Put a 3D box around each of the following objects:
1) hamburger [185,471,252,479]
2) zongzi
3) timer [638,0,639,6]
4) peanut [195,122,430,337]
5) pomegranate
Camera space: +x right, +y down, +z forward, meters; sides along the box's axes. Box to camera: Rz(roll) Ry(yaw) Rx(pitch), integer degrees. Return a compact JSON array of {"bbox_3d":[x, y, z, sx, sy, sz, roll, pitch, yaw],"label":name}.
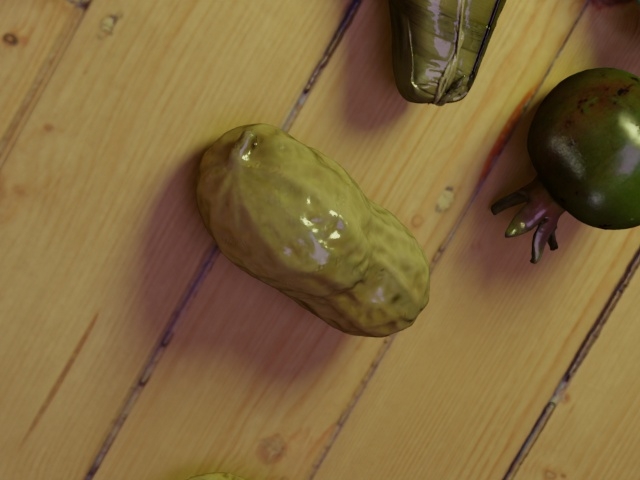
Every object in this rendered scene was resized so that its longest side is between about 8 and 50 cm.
[{"bbox_3d":[-0.093,0.389,1.755,0.259,0.144,0.283,-46,126,1],"label":"hamburger"},{"bbox_3d":[0.092,-0.242,1.621,0.197,0.099,0.194,15,96,-31],"label":"zongzi"},{"bbox_3d":[0.435,-0.331,1.718,0.232,0.091,0.250,-29,108,-20],"label":"timer"},{"bbox_3d":[-0.001,0.004,1.643,0.143,0.159,0.291,-36,124,21],"label":"peanut"},{"bbox_3d":[0.287,-0.077,1.750,0.181,0.181,0.224,35,112,-32],"label":"pomegranate"}]
